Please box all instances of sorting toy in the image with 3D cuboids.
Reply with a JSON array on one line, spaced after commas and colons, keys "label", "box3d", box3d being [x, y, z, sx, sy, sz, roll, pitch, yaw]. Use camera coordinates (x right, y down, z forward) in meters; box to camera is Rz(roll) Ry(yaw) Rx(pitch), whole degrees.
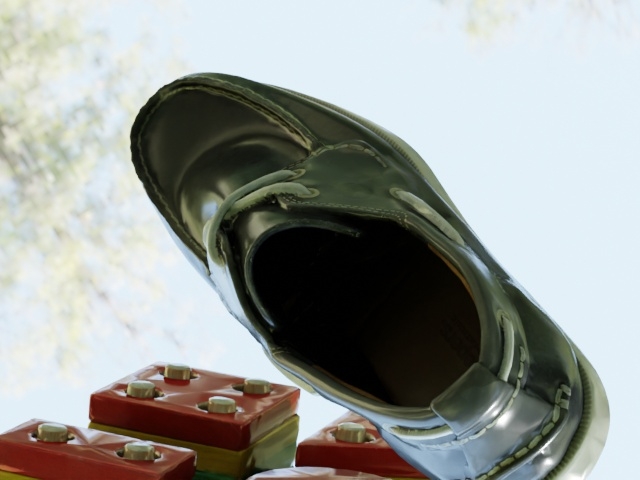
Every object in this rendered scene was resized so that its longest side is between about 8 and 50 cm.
[{"label": "sorting toy", "box3d": [-0.028, 0.137, 0.931, 0.255, 0.089, 0.257, 9, -169, 19]}]

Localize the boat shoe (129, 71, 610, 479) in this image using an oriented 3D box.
[{"label": "boat shoe", "box3d": [0.000, 0.000, 0.623, 0.084, 0.079, 0.233, -53, -132, 7]}]
